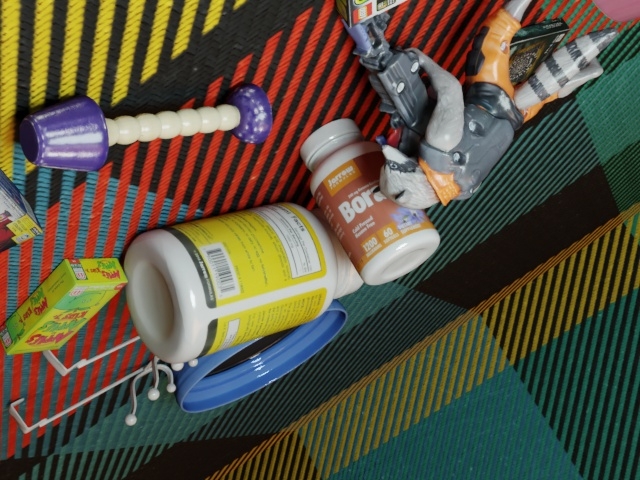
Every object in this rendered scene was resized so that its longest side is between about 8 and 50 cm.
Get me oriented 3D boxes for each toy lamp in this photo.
[{"bbox_3d":[-0.178,-0.122,0.951,0.275,0.080,0.080,-16,157,-41],"label":"toy lamp"}]

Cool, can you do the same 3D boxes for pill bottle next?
[{"bbox_3d":[-0.099,0.048,1.313,0.334,0.188,0.188,-14,155,-37],"label":"pill bottle"},{"bbox_3d":[0.061,-0.056,1.239,0.121,0.216,0.121,-27,161,-10],"label":"pill bottle"}]

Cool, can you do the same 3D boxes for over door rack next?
[{"bbox_3d":[-0.346,0.241,1.564,0.324,0.108,0.239,-11,153,-42],"label":"over door rack"}]

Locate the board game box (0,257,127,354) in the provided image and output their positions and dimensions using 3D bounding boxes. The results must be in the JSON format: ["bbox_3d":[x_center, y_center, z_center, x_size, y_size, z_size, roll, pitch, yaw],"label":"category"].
[{"bbox_3d":[-0.363,0.093,1.265,0.181,0.043,0.092,-41,158,28],"label":"board game box"}]

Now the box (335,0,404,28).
[{"bbox_3d":[0.067,-0.305,0.900,0.114,0.036,0.207,-27,161,-7],"label":"box"}]

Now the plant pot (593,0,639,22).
[{"bbox_3d":[0.406,-0.356,1.059,0.201,0.201,0.180,-9,168,-46],"label":"plant pot"}]

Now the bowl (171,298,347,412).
[{"bbox_3d":[-0.129,0.220,1.851,0.391,0.077,0.391,-28,161,-10],"label":"bowl"}]

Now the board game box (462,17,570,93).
[{"bbox_3d":[0.278,-0.252,1.353,0.126,0.026,0.186,-19,158,-28],"label":"board game box"}]

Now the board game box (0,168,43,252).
[{"bbox_3d":[-0.405,-0.021,0.898,0.194,0.060,0.194,-26,161,-8],"label":"board game box"}]

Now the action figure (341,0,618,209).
[{"bbox_3d":[0.179,-0.178,1.093,0.330,0.178,0.341,-50,139,1],"label":"action figure"}]
